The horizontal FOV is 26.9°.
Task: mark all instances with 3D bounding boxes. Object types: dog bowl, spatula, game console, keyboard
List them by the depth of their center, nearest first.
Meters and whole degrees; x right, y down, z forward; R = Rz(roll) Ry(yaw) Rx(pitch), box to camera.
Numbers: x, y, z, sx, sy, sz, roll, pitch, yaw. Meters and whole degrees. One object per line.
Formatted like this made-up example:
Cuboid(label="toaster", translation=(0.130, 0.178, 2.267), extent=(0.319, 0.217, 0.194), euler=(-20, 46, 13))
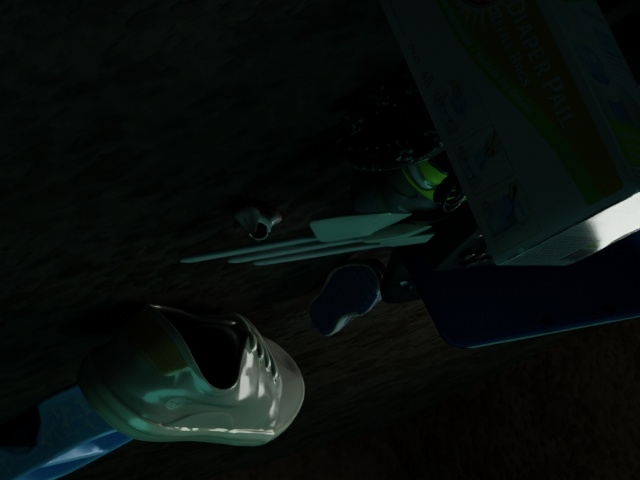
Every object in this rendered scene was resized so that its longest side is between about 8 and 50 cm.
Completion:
Cuboid(label="keyboard", translation=(0.192, -0.067, 1.084), extent=(0.201, 0.033, 0.317), euler=(1, 145, -40))
Cuboid(label="spatula", translation=(0.000, 0.000, 1.225), extent=(0.242, 0.019, 0.168), euler=(-8, 174, 32))
Cuboid(label="game console", translation=(0.235, 0.058, 1.460), extent=(0.293, 0.173, 0.250), euler=(-9, 157, -10))
Cuboid(label="dog bowl", translation=(-0.341, 0.261, 1.791), extent=(0.297, 0.074, 0.166), euler=(-30, 165, 32))

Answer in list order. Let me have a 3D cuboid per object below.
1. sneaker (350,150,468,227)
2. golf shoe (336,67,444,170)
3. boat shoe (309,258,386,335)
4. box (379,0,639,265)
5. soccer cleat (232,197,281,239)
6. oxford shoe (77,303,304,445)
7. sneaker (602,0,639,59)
Cuboid(label="sneaker", translation=(0.139, -0.064, 1.255), extent=(0.121, 0.111, 0.300), euler=(-21, 163, 35))
Cuboid(label="golf shoe", translation=(0.108, -0.109, 1.047), extent=(0.198, 0.077, 0.094), euler=(-27, 166, 24))
Cuboid(label="boat shoe", translation=(0.045, 0.059, 1.654), extent=(0.066, 0.066, 0.183), euler=(-29, 174, -30))
Cuboid(label="box", translation=(0.138, -0.095, 0.870), extent=(0.103, 0.203, 0.114), euler=(-30, 163, 28))
Cuboid(label="soccer cleat", translation=(-0.056, -0.016, 1.234), extent=(0.029, 0.035, 0.083), euler=(-26, 166, 14))
Cuboid(label="oxford shoe", translation=(-0.112, 0.146, 1.561), extent=(0.130, 0.169, 0.449), euler=(-48, 160, 12))
Cuboid(label="sneaker", translation=(0.275, -0.128, 1.144), extent=(0.083, 0.118, 0.222), euler=(-26, 166, 16))
